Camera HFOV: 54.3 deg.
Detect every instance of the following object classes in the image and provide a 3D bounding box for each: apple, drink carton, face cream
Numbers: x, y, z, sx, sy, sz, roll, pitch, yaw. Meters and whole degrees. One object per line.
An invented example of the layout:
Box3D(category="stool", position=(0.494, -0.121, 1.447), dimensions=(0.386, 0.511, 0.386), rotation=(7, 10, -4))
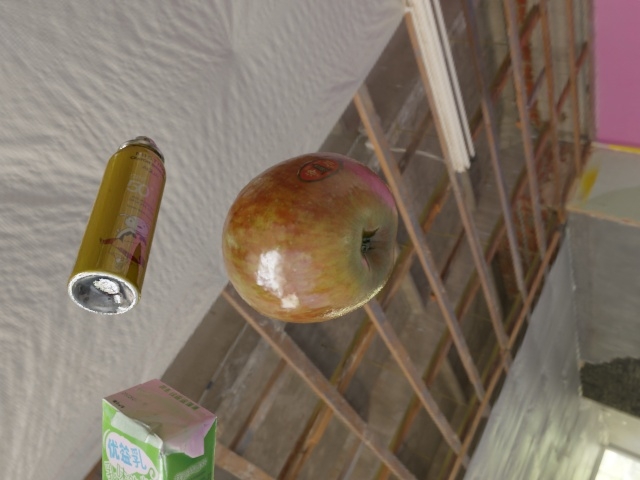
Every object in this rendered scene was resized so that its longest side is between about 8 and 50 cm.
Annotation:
Box3D(category="apple", position=(0.000, 0.000, 1.010), dimensions=(0.309, 0.250, 0.277), rotation=(-40, -63, -19))
Box3D(category="drink carton", position=(-0.247, 0.370, 0.947), dimensions=(0.108, 0.161, 0.271), rotation=(-14, -66, -49))
Box3D(category="face cream", position=(-0.315, -0.048, 1.012), dimensions=(0.105, 0.105, 0.348), rotation=(70, -167, -44))
